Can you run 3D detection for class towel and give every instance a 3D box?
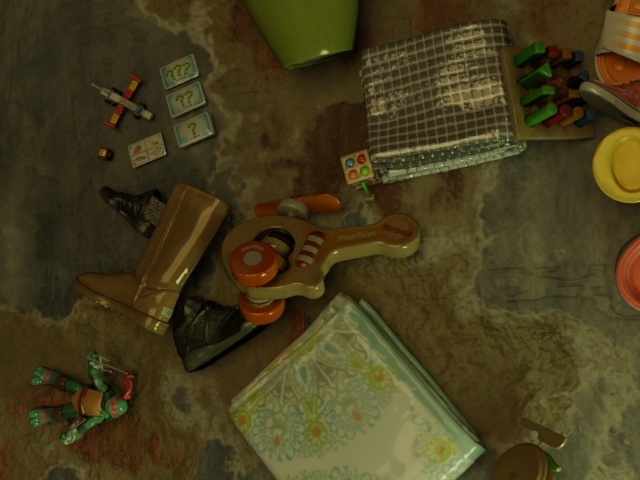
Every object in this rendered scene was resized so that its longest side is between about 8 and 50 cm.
[{"bbox_3d":[0.053,0.321,1.931,0.320,0.090,0.374,-44,71,11],"label":"towel"},{"bbox_3d":[0.206,-0.246,1.945,0.283,0.121,0.235,-11,78,17],"label":"towel"}]

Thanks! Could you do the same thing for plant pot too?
[{"bbox_3d":[-0.038,-0.469,2.008,0.274,0.275,0.294,-13,95,16],"label":"plant pot"}]

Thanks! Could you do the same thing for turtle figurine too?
[{"bbox_3d":[-0.443,0.301,2.079,0.234,0.118,0.175,0,66,33],"label":"turtle figurine"}]

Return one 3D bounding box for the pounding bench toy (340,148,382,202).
[{"bbox_3d":[0.077,-0.113,1.996,0.052,0.065,0.083,-18,77,15],"label":"pounding bench toy"}]

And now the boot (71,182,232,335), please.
[{"bbox_3d":[-0.313,0.016,2.068,0.236,0.089,0.270,23,84,25],"label":"boot"}]

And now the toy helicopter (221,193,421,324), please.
[{"bbox_3d":[0.000,0.000,1.973,0.354,0.140,0.235,-8,49,0],"label":"toy helicopter"}]

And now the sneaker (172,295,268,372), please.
[{"bbox_3d":[-0.178,0.136,2.031,0.227,0.087,0.130,-31,80,17],"label":"sneaker"}]

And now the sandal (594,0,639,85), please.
[{"bbox_3d":[0.528,-0.381,1.882,0.101,0.076,0.265,13,86,20],"label":"sandal"}]

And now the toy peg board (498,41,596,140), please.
[{"bbox_3d":[0.398,-0.256,1.859,0.160,0.079,0.161,-3,78,-26],"label":"toy peg board"}]

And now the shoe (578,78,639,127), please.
[{"bbox_3d":[0.514,-0.243,1.844,0.178,0.063,0.081,26,85,-16],"label":"shoe"}]

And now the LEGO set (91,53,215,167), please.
[{"bbox_3d":[-0.341,-0.247,2.161,0.244,0.060,0.183,-21,72,15],"label":"LEGO set"}]

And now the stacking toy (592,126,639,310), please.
[{"bbox_3d":[0.597,-0.040,1.793,0.279,0.130,0.309,-8,91,16],"label":"stacking toy"}]

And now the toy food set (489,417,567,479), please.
[{"bbox_3d":[0.332,0.395,1.826,0.192,0.038,0.132,-57,27,-5],"label":"toy food set"}]

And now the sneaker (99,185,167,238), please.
[{"bbox_3d":[-0.341,-0.070,2.138,0.170,0.051,0.089,42,96,14],"label":"sneaker"}]
